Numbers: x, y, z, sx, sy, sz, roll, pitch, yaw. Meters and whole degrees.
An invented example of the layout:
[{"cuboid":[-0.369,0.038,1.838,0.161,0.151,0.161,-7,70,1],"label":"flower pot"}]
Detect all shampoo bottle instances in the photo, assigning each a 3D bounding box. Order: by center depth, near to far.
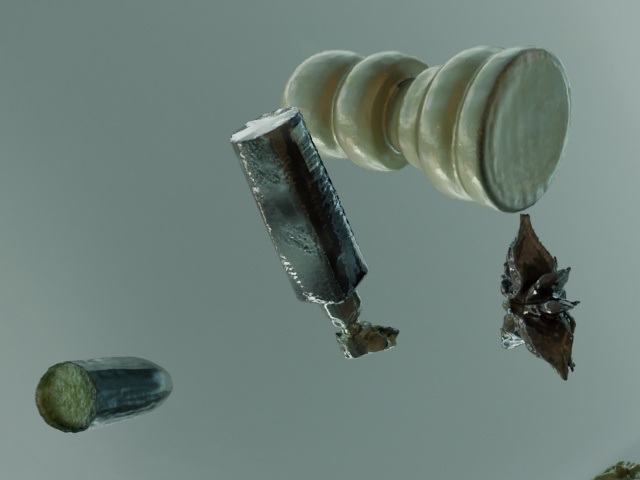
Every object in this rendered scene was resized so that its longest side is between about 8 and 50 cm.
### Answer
[{"cuboid":[-0.001,0.001,0.826,0.057,0.063,0.208,-46,-58,-40],"label":"shampoo bottle"}]

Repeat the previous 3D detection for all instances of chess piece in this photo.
[{"cuboid":[0.089,-0.134,1.112,0.167,0.299,0.167,-20,-63,-45],"label":"chess piece"}]

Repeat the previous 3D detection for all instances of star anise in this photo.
[{"cuboid":[0.177,0.040,0.904,0.056,0.124,0.129,-8,-79,-17],"label":"star anise"}]

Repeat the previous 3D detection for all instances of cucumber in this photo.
[{"cuboid":[-0.140,0.101,0.736,0.105,0.048,0.048,0,-98,-59],"label":"cucumber"}]

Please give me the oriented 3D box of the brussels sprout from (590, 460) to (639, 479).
[{"cuboid":[0.352,0.366,1.341,0.183,0.131,0.145,-21,-84,-19],"label":"brussels sprout"}]
